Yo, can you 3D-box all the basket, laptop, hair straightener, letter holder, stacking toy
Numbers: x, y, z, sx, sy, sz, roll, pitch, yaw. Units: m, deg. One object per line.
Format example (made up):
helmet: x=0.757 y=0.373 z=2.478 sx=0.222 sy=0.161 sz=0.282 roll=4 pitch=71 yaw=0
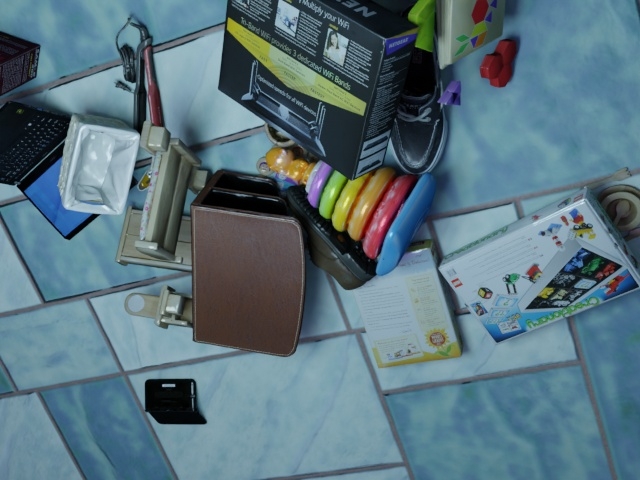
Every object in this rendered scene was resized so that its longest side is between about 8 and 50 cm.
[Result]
basket: x=-0.413 y=-0.144 z=1.601 sx=0.113 sy=0.103 sz=0.167 roll=7 pitch=112 yaw=-30
laptop: x=-0.542 y=-0.126 z=1.680 sx=0.234 sy=0.264 sz=0.136 roll=-35 pitch=66 yaw=26
hair straightener: x=-0.345 y=-0.293 z=1.595 sx=0.089 sy=0.047 sz=0.230 roll=3 pitch=116 yaw=14
letter holder: x=-0.118 y=0.047 z=1.634 sx=0.215 sy=0.152 sz=0.301 roll=9 pitch=120 yaw=9
stacking toy: x=0.037 y=-0.088 z=1.528 sx=0.302 sy=0.165 sz=0.175 roll=28 pitch=155 yaw=10

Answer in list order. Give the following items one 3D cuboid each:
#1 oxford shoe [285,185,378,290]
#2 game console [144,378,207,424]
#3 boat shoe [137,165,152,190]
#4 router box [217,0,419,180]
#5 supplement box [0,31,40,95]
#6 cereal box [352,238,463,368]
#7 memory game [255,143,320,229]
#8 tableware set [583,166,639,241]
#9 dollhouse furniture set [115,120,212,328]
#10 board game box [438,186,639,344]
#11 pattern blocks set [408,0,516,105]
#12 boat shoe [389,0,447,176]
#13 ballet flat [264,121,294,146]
oxford shoe: x=0.000 y=0.000 z=1.597 sx=0.096 sy=0.083 sz=0.227 roll=-41 pitch=83 yaw=35
game console: x=-0.321 y=0.359 z=1.929 sx=0.122 sy=0.071 sz=0.107 roll=-4 pitch=84 yaw=16
boat shoe: x=-0.320 y=-0.130 z=1.675 sx=0.100 sy=0.035 sz=0.035 roll=-38 pitch=101 yaw=28
router box: x=-0.017 y=-0.273 z=1.318 sx=0.309 sy=0.081 sz=0.242 roll=37 pitch=136 yaw=26
supplement box: x=-0.622 y=-0.311 z=1.553 sx=0.130 sy=0.239 sz=0.073 roll=21 pitch=120 yaw=5
cereal box: x=0.161 y=0.124 z=1.661 sx=0.173 sy=0.047 sz=0.240 roll=-10 pitch=111 yaw=21
memory game: x=-0.041 y=-0.099 z=1.628 sx=0.186 sy=0.012 sz=0.186 roll=6 pitch=117 yaw=13
tableware set: x=0.557 y=-0.069 z=1.463 sx=0.194 sy=0.039 sz=0.128 roll=-24 pitch=107 yaw=24
dollhouse furniture set: x=-0.330 y=-0.017 z=1.545 sx=0.174 sy=0.355 sz=0.303 roll=7 pitch=78 yaw=11
board game box: x=0.388 y=0.054 z=1.537 sx=0.305 sy=0.053 sz=0.193 roll=-28 pitch=106 yaw=34
pattern blocks set: x=0.226 y=-0.358 z=1.295 sx=0.026 sy=0.285 sz=0.324 roll=30 pitch=130 yaw=36
boat shoe: x=0.160 y=-0.240 z=1.451 sx=0.108 sy=0.102 sz=0.301 roll=8 pitch=117 yaw=12
ballet flat: x=-0.029 y=-0.298 z=1.473 sx=0.108 sy=0.106 sz=0.315 roll=17 pitch=118 yaw=8
